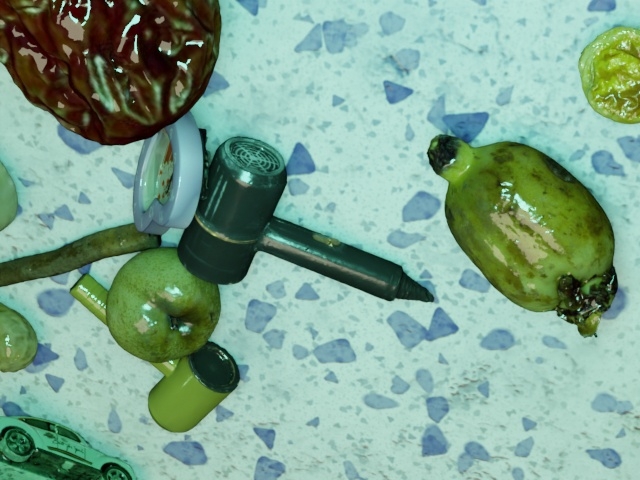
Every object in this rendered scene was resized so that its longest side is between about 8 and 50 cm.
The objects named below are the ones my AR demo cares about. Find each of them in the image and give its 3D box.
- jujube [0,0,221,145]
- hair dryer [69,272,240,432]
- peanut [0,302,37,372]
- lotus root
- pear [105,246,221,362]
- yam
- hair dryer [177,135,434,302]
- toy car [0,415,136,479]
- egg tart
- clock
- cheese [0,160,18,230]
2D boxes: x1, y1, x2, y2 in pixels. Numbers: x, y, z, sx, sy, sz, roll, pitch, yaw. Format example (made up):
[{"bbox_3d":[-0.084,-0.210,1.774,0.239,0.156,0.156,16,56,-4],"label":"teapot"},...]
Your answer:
[{"bbox_3d":[-0.268,-0.301,1.456,0.276,0.276,0.377,-12,128,22],"label":"jujube"},{"bbox_3d":[-0.262,0.159,1.883,0.278,0.090,0.135,42,126,-5],"label":"hair dryer"},{"bbox_3d":[-0.532,0.124,1.913,0.226,0.108,0.095,34,130,-5],"label":"peanut"},{"bbox_3d":[0.256,-0.023,1.574,0.314,0.141,0.169,47,120,-5],"label":"lotus root"},{"bbox_3d":[-0.219,0.092,1.767,0.167,0.136,0.167,-17,127,-23],"label":"pear"},{"bbox_3d":[-0.375,0.025,1.842,0.326,0.045,0.045,-14,77,24],"label":"yam"},{"bbox_3d":[0.000,0.000,1.701,0.352,0.107,0.189,20,124,-7],"label":"hair dryer"},{"bbox_3d":[-0.433,0.363,2.031,0.305,0.125,0.136,25,124,-28],"label":"toy car"},{"bbox_3d":[0.367,-0.199,1.480,0.130,0.052,0.130,8,124,12],"label":"egg tart"},{"bbox_3d":[-0.187,-0.095,1.653,0.064,0.172,0.198,8,171,-25],"label":"clock"},{"bbox_3d":[-0.548,-0.069,1.787,0.235,0.117,0.218,26,127,2],"label":"cheese"}]
